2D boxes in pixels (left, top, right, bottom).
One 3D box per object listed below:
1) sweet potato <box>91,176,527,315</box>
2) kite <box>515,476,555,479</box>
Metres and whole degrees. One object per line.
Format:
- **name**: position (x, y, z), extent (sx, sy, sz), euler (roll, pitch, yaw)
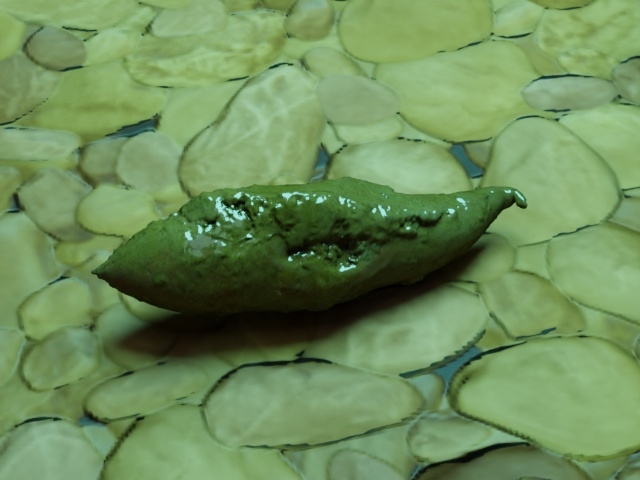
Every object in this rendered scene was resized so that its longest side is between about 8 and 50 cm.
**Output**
- **sweet potato**: position (0.000, 0.000, 0.787), extent (0.206, 0.068, 0.060), euler (-8, 50, -20)
- **kite**: position (0.177, 0.143, 0.670), extent (0.229, 0.016, 0.127), euler (11, 42, 11)
